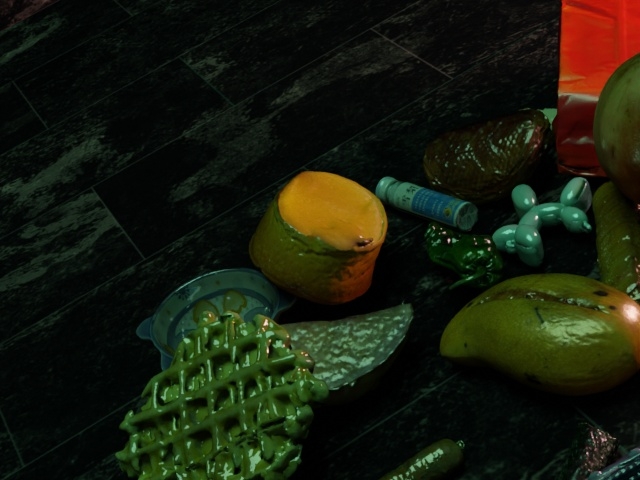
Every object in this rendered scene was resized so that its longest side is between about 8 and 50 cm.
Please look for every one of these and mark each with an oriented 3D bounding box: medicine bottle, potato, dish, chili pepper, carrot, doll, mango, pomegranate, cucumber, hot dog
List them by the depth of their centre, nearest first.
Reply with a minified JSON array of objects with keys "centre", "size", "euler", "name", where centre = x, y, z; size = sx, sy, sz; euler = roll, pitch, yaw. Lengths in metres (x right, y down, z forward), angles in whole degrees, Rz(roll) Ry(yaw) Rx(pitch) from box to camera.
[{"centre":[0.294,0.305,1.463],"size":[0.058,0.052,0.214],"euler":[-18,29,47],"name":"cucumber"},{"centre":[0.072,0.322,1.575],"size":[0.254,0.049,0.049],"euler":[-28,35,-2],"name":"carrot"},{"centre":[0.293,0.117,1.649],"size":[0.295,0.120,0.177],"euler":[8,46,37],"name":"mango"},{"centre":[0.507,-0.179,1.734],"size":[0.252,0.270,0.229],"euler":[-12,22,5],"name":"pomegranate"},{"centre":[0.026,0.178,1.746],"size":[0.243,0.098,0.138],"euler":[-9,47,3],"name":"potato"},{"centre":[0.431,0.007,1.762],"size":[0.083,0.068,0.289],"euler":[-15,38,16],"name":"hot dog"},{"centre":[0.211,0.022,1.824],"size":[0.100,0.074,0.257],"euler":[5,7,-11],"name":"chili pepper"},{"centre":[0.329,-0.026,1.871],"size":[0.159,0.059,0.158],"euler":[-9,37,17],"name":"doll"},{"centre":[-0.153,0.148,1.891],"size":[0.236,0.086,0.228],"euler":[2,42,27],"name":"dish"},{"centre":[0.275,-0.141,2.000],"size":[0.227,0.099,0.160],"euler":[-12,44,45],"name":"hot dog"},{"centre":[0.170,-0.060,2.014],"size":[0.051,0.051,0.191],"euler":[-41,39,-24],"name":"medicine bottle"}]

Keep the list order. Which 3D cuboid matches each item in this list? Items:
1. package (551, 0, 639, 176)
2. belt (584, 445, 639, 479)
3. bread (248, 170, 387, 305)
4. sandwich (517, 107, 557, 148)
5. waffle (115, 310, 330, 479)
[{"centre":[0.480,-0.266,2.024],"size":[0.196,0.123,0.423],"euler":[2,42,13],"name":"package"},{"centre":[0.353,0.299,1.378],"size":[0.218,0.122,0.128],"euler":[-27,-10,-14],"name":"belt"},{"centre":[0.000,0.000,1.897],"size":[0.195,0.142,0.269],"euler":[24,27,3],"name":"bread"},{"centre":[0.370,-0.193,2.088],"size":[0.093,0.035,0.105],"euler":[-29,37,-9],"name":"sandwich"},{"centre":[-0.138,0.248,1.662],"size":[0.297,0.073,0.317],"euler":[29,87,42],"name":"waffle"}]
